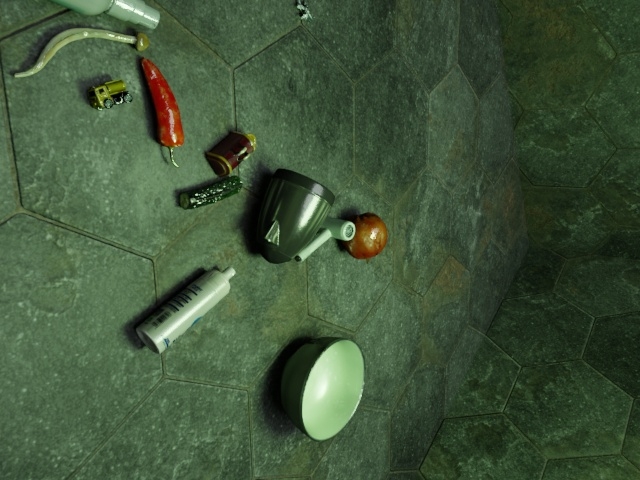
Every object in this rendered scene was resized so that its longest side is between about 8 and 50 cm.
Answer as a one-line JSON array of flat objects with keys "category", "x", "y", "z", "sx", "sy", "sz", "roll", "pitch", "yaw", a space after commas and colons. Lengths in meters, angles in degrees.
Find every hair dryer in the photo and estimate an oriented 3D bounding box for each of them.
[{"category": "hair dryer", "x": 0.000, "y": 0.000, "z": 1.619, "sx": 0.236, "sy": 0.131, "sz": 0.073, "roll": -37, "pitch": 125, "yaw": -33}]

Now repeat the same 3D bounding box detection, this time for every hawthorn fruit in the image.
[{"category": "hawthorn fruit", "x": 0.166, "y": -0.002, "z": 1.764, "sx": 0.179, "sy": 0.179, "sz": 0.200, "roll": -21, "pitch": 107, "yaw": -46}]

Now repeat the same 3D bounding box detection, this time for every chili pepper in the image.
[{"category": "chili pepper", "x": -0.383, "y": -0.313, "z": 1.159, "sx": 0.071, "sy": 0.064, "sz": 0.272, "roll": -35, "pitch": 120, "yaw": -55}]

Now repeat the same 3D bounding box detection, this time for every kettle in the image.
[{"category": "kettle", "x": -0.107, "y": -0.056, "z": 1.458, "sx": 0.208, "sy": 0.251, "sz": 0.271, "roll": 27, "pitch": 81, "yaw": -18}]

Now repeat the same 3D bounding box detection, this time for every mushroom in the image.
[{"category": "mushroom", "x": -0.510, "y": -0.417, "z": 1.009, "sx": 0.306, "sy": 0.043, "sz": 0.068, "roll": -33, "pitch": 96, "yaw": -40}]

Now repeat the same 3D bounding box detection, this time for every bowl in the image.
[{"category": "bowl", "x": -0.015, "y": 0.493, "z": 1.640, "sx": 0.354, "sy": 0.185, "sz": 0.353, "roll": -12, "pitch": 106, "yaw": -48}]

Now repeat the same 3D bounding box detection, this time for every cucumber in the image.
[{"category": "cucumber", "x": -0.300, "y": -0.130, "z": 1.292, "sx": 0.187, "sy": 0.058, "sz": 0.058, "roll": -29, "pitch": 118, "yaw": -43}]

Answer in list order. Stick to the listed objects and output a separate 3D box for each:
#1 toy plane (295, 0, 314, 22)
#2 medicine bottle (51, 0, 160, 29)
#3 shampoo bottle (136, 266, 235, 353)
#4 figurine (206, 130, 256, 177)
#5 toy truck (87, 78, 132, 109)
[{"category": "toy plane", "x": -0.048, "y": -0.726, "z": 1.496, "sx": 0.083, "sy": 0.031, "sz": 0.078, "roll": 32, "pitch": 60, "yaw": -45}, {"category": "medicine bottle", "x": -0.495, "y": -0.523, "z": 0.946, "sx": 0.352, "sy": 0.110, "sz": 0.110, "roll": 7, "pitch": 92, "yaw": -50}, {"category": "shampoo bottle", "x": -0.346, "y": 0.171, "z": 1.266, "sx": 0.303, "sy": 0.092, "sz": 0.092, "roll": -43, "pitch": 127, "yaw": -37}, {"category": "figurine", "x": -0.232, "y": -0.252, "z": 1.318, "sx": 0.154, "sy": 0.098, "sz": 0.082, "roll": -49, "pitch": 127, "yaw": -28}, {"category": "toy truck", "x": -0.476, "y": -0.326, "z": 1.053, "sx": 0.083, "sy": 0.049, "sz": 0.054, "roll": -37, "pitch": 122, "yaw": -41}]
